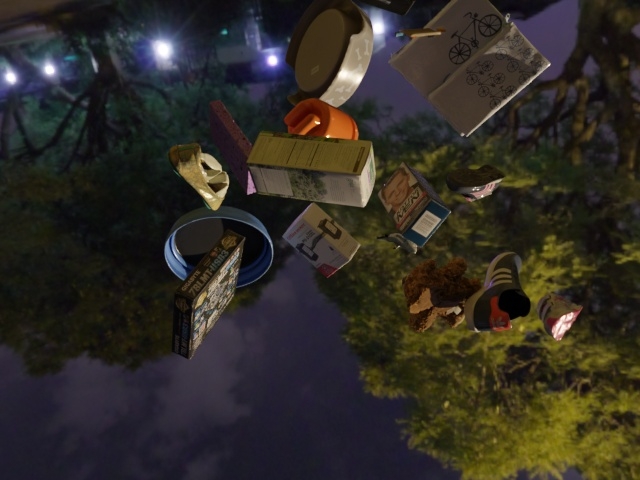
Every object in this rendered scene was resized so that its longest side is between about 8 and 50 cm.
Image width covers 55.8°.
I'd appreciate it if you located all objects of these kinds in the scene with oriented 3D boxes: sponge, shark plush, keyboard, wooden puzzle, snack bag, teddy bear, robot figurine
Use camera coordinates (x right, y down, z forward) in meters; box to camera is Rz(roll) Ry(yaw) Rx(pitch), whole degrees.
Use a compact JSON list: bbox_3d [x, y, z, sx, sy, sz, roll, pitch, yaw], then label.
[{"bbox_3d":[-0.201,-0.217,1.402,0.031,0.117,0.210,-22,-120,-22],"label":"sponge"},{"bbox_3d":[0.306,0.006,2.395,0.161,0.067,0.073,10,-179,-14],"label":"shark plush"},{"bbox_3d":[0.206,-0.767,1.888,0.180,0.023,0.108,12,159,-15],"label":"keyboard"},{"bbox_3d":[0.208,-0.433,1.263,0.116,0.014,0.078,-5,-155,-5],"label":"wooden puzzle"},{"bbox_3d":[0.421,-0.510,1.730,0.323,0.342,0.037,-40,-161,28],"label":"snack bag"},{"bbox_3d":[0.346,0.153,1.755,0.338,0.245,0.113,0,-147,-37],"label":"teddy bear"},{"bbox_3d":[0.008,-0.270,1.474,0.158,0.128,0.219,17,-177,35],"label":"robot figurine"}]

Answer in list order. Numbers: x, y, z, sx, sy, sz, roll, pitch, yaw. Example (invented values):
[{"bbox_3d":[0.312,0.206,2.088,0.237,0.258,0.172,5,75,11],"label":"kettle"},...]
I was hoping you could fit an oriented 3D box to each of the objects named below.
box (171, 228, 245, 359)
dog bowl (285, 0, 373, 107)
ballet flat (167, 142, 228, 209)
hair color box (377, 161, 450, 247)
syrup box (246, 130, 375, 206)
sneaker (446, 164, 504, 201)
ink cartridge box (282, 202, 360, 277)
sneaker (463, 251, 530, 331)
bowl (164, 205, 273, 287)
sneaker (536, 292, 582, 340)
[{"bbox_3d":[-0.339,0.162,1.820,0.073,0.293,0.295,23,-135,9],"label":"box"},{"bbox_3d":[0.023,-0.550,1.791,0.102,0.348,0.349,12,-171,-33],"label":"dog bowl"},{"bbox_3d":[-0.344,-0.191,1.841,0.123,0.123,0.348,-4,158,11],"label":"ballet flat"},{"bbox_3d":[0.340,-0.141,2.259,0.105,0.174,0.347,29,-160,-23],"label":"hair color box"},{"bbox_3d":[-0.016,-0.143,1.197,0.237,0.093,0.096,7,-125,16],"label":"syrup box"},{"bbox_3d":[0.542,-0.187,2.171,0.319,0.131,0.112,-11,-130,-43],"label":"sneaker"},{"bbox_3d":[0.000,0.000,2.242,0.172,0.237,0.100,-41,-171,50],"label":"ink cartridge box"},{"bbox_3d":[0.553,0.152,1.764,0.148,0.131,0.350,-1,-148,40],"label":"sneaker"},{"bbox_3d":[-0.368,0.027,2.200,0.391,0.391,0.077,-9,-133,2],"label":"bowl"},{"bbox_3d":[0.691,0.218,1.794,0.111,0.103,0.252,32,-164,26],"label":"sneaker"}]
